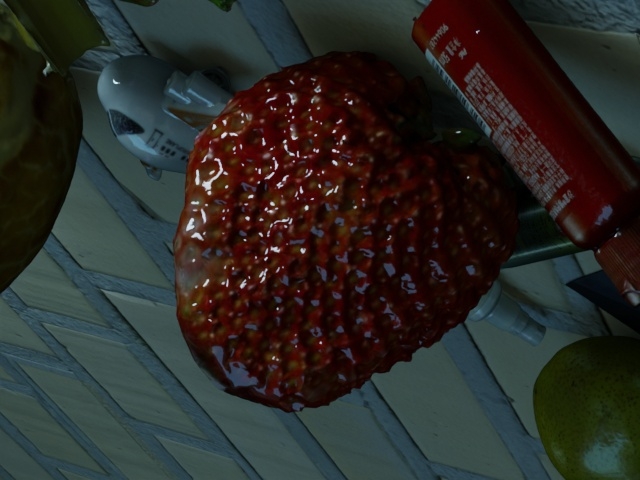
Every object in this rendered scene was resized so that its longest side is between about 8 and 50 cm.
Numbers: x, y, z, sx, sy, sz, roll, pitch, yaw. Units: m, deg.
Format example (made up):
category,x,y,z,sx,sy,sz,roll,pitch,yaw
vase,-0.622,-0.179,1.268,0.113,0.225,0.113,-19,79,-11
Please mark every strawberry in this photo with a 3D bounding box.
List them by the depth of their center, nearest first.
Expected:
category,x,y,z,sx,sy,sz,roll,pitch,yaw
strawberry,0.000,0.000,1.783,0.312,0.351,0.267,42,163,-5

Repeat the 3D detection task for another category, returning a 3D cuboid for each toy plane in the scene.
category,x,y,z,sx,sy,sz,roll,pitch,yaw
toy plane,-0.140,-0.110,2.018,0.244,0.117,0.245,23,159,9

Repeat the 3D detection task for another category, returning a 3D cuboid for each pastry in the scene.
category,x,y,z,sx,sy,sz,roll,pitch,yaw
pastry,-0.429,-0.096,2.052,0.312,0.389,0.388,12,159,-9

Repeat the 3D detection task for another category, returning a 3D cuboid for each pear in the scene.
category,x,y,z,sx,sy,sz,roll,pitch,yaw
pear,0.338,0.199,2.090,0.198,0.198,0.198,22,157,10

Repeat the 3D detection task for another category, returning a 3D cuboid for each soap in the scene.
category,x,y,z,sx,sy,sz,roll,pitch,yaw
soap,-0.300,-0.277,1.810,0.135,0.076,0.233,55,176,37

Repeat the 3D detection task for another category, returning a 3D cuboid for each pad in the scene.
category,x,y,z,sx,sy,sz,roll,pitch,yaw
pad,0.402,0.095,2.021,0.243,0.004,0.163,33,156,-14

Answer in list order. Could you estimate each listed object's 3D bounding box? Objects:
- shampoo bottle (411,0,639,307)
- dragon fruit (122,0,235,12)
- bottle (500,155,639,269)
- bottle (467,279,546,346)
category,x,y,z,sx,sy,sz,roll,pitch,yaw
shampoo bottle,0.199,-0.087,1.584,0.314,0.076,0.118,53,157,10
dragon fruit,-0.169,-0.270,1.653,0.236,0.135,0.137,33,-165,26
bottle,0.224,-0.021,1.860,0.082,0.082,0.286,36,155,-21
bottle,0.166,0.056,2.116,0.217,0.060,0.060,35,156,-16
